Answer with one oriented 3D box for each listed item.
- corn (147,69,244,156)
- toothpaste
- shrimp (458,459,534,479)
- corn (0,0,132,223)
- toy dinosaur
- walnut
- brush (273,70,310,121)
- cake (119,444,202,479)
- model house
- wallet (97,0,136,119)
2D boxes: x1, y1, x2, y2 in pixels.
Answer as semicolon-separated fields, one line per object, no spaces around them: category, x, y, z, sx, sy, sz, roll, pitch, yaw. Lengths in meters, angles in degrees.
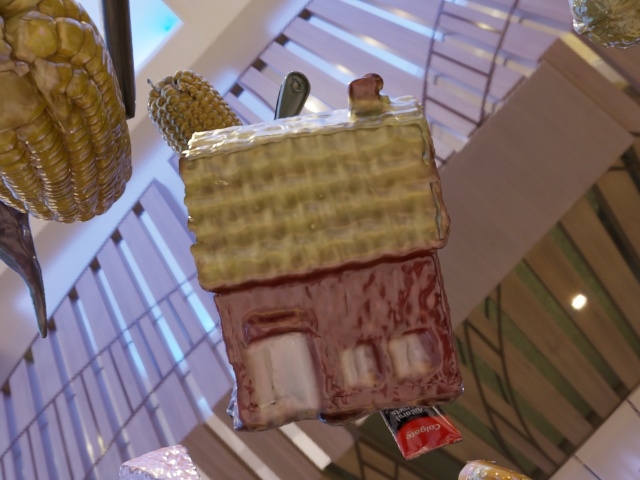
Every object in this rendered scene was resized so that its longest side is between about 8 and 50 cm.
corn;-0.124;-0.103;0.950;0.101;0.101;0.310;-38;-81;-5
toothpaste;0.075;0.145;0.747;0.071;0.045;0.194;-27;-83;23
shrimp;0.241;0.312;0.850;0.287;0.152;0.063;63;-139;-67
corn;-0.219;-0.091;0.552;0.143;0.387;0.144;1;-99;-6
toy dinosaur;-0.355;-0.082;0.706;0.129;0.331;0.383;-42;-81;-37
walnut;0.253;-0.204;0.599;0.092;0.092;0.092;-14;-57;-23
brush;-0.063;-0.141;1.079;0.068;0.060;0.297;27;-112;-27
cake;-0.175;0.313;0.804;0.090;0.225;0.110;-5;-91;-20
model house;0.000;0.000;0.577;0.196;0.160;0.254;-8;-69;3
wallet;-0.295;-0.300;1.019;0.044;0.149;0.250;-6;-77;-16
